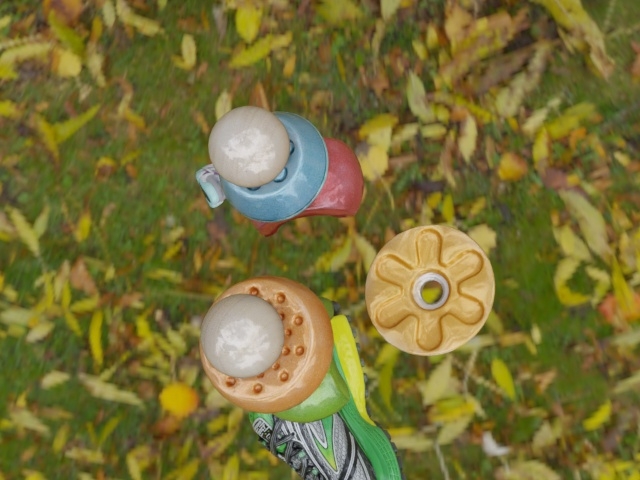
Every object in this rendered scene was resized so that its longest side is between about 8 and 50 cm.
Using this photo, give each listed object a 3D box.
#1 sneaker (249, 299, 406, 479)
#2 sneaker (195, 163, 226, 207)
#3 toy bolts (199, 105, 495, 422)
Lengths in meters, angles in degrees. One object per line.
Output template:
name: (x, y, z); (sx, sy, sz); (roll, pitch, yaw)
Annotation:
sneaker: (-0.009, 0.240, 1.698); (0.146, 0.343, 0.134); (-6, 154, -31)
sneaker: (-0.081, -0.066, 1.393); (0.069, 0.098, 0.038); (-24, 106, 5)
toy bolts: (0.000, 0.000, 1.081); (0.218, 0.158, 0.228); (-19, 72, 14)
